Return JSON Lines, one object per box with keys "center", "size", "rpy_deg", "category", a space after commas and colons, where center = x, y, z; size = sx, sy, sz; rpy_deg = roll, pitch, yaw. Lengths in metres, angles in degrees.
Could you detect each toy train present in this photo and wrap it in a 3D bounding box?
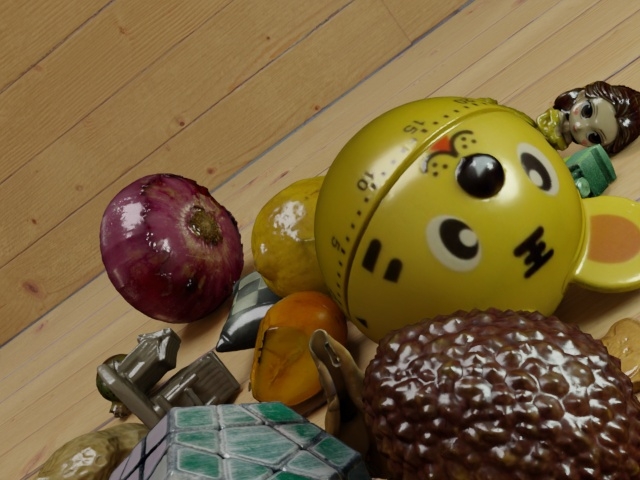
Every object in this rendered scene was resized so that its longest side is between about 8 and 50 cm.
{"center": [0.342, -0.070, 1.353], "size": [0.132, 0.083, 0.200], "rpy_deg": [-37, 13, -35], "category": "toy train"}

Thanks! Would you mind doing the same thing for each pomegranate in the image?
{"center": [-0.426, 0.304, 1.888], "size": [0.130, 0.130, 0.130], "rpy_deg": [-35, 17, 12], "category": "pomegranate"}

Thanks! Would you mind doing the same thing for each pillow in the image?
{"center": [-0.099, 0.126, 1.689], "size": [0.186, 0.106, 0.250], "rpy_deg": [-18, 23, 12], "category": "pillow"}

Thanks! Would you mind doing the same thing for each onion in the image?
{"center": [-0.369, 0.028, 2.062], "size": [0.345, 0.358, 0.358], "rpy_deg": [-26, 19, 9], "category": "onion"}

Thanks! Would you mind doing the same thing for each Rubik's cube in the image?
{"center": [-0.081, 0.311, 0.845], "size": [0.264, 0.319, 0.319], "rpy_deg": [-12, 28, 27], "category": "Rubik's cube"}

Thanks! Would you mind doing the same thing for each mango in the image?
{"center": [-0.035, 0.161, 1.425], "size": [0.257, 0.138, 0.187], "rpy_deg": [-73, 9, -72], "category": "mango"}

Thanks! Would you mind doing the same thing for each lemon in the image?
{"center": [0.000, 0.000, 1.580], "size": [0.288, 0.233, 0.233], "rpy_deg": [-26, 7, -34], "category": "lemon"}

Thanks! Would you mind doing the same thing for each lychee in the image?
{"center": [0.166, 0.171, 0.801], "size": [0.235, 0.271, 0.236], "rpy_deg": [-60, -2, -3], "category": "lychee"}

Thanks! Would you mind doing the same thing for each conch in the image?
{"center": [0.049, 0.178, 0.925], "size": [0.109, 0.330, 0.093], "rpy_deg": [-26, 41, 7], "category": "conch"}

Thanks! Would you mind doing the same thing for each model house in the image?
{"center": [-0.259, 0.259, 1.561], "size": [0.188, 0.229, 0.122], "rpy_deg": [-41, -13, -27], "category": "model house"}

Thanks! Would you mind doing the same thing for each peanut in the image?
{"center": [-0.398, 0.393, 1.547], "size": [0.197, 0.110, 0.233], "rpy_deg": [-21, -10, 32], "category": "peanut"}

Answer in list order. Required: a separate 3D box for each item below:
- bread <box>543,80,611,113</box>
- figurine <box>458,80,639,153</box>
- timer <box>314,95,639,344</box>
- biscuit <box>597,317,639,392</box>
{"center": [0.460, -0.236, 1.570], "size": [0.132, 0.053, 0.074], "rpy_deg": [-33, 18, 12], "category": "bread"}
{"center": [0.372, -0.179, 1.442], "size": [0.315, 0.168, 0.187], "rpy_deg": [-11, 74, 42], "category": "figurine"}
{"center": [0.188, 0.005, 1.092], "size": [0.376, 0.376, 0.387], "rpy_deg": [-42, 53, -12], "category": "timer"}
{"center": [0.326, 0.125, 0.960], "size": [0.140, 0.023, 0.118], "rpy_deg": [-25, 22, 39], "category": "biscuit"}
